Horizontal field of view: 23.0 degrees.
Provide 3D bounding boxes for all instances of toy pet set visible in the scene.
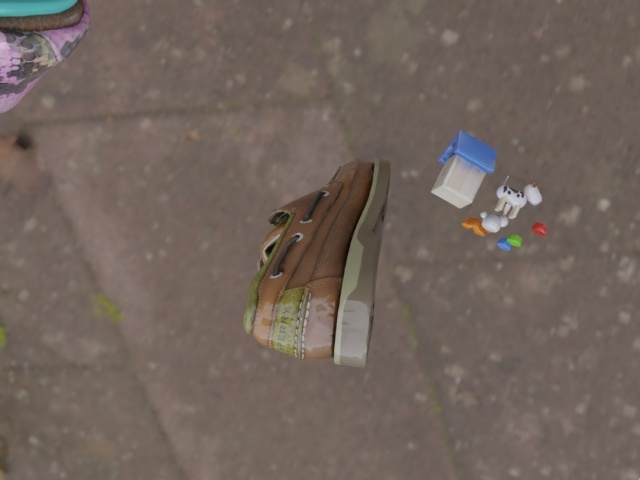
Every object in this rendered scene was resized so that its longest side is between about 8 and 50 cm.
[{"bbox_3d":[0.168,-0.051,1.537,0.114,0.065,0.122,29,167,-8],"label":"toy pet set"}]

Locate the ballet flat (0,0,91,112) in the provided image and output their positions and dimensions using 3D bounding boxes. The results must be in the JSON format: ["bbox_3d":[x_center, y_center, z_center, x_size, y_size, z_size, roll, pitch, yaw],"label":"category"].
[{"bbox_3d":[-0.161,-0.056,0.408,0.077,0.221,0.079,52,122,31],"label":"ballet flat"}]

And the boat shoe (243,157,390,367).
[{"bbox_3d":[0.000,0.000,1.317,0.104,0.307,0.111,6,111,3],"label":"boat shoe"}]

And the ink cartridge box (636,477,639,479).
[{"bbox_3d":[0.421,0.227,1.545,0.273,0.198,0.115,-45,69,14],"label":"ink cartridge box"}]
